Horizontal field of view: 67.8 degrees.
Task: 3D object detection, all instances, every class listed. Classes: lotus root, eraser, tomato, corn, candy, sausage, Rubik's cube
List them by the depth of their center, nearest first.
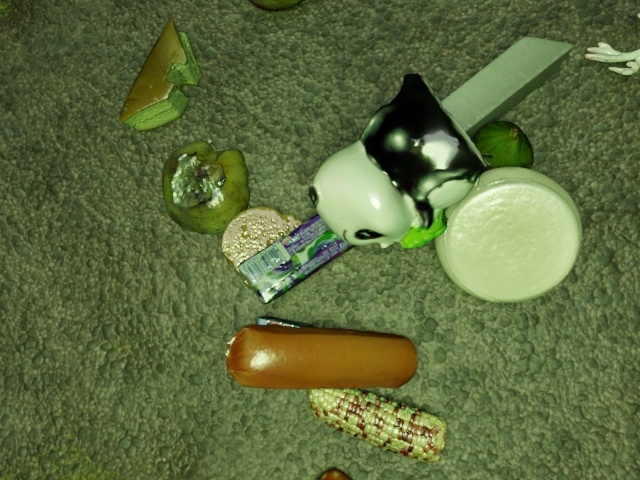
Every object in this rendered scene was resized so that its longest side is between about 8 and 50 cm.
[{"bbox_3d":[0.019,0.195,0.788,0.348,0.094,0.097,8,80,-25],"label":"sausage"},{"bbox_3d":[0.024,0.449,0.827,0.087,0.075,0.087,0,81,3],"label":"tomato"},{"bbox_3d":[0.092,0.312,0.834,0.253,0.086,0.086,16,84,10],"label":"corn"},{"bbox_3d":[-0.070,0.191,0.867,0.092,0.092,0.092,11,83,9],"label":"Rubik's cube"},{"bbox_3d":[0.000,0.000,0.875,0.312,0.061,0.088,-34,79,-11],"label":"candy"},{"bbox_3d":[0.287,-0.249,0.882,0.352,0.111,0.077,-38,77,0],"label":"eraser"},{"bbox_3d":[-0.237,-0.115,0.941,0.183,0.078,0.204,-15,79,3],"label":"lotus root"}]

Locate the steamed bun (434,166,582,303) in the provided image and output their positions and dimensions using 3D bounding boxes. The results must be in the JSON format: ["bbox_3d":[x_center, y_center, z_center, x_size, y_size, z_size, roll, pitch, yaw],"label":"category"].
[{"bbox_3d":[0.315,-0.013,0.821,0.231,0.145,0.232,4,106,14],"label":"steamed bun"}]

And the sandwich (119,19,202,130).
[{"bbox_3d":[-0.309,-0.325,0.974,0.088,0.090,0.245,20,82,13],"label":"sandwich"}]

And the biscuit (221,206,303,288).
[{"bbox_3d":[-0.100,0.013,0.919,0.170,0.050,0.170,1,82,-6],"label":"biscuit"}]

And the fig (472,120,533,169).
[{"bbox_3d":[0.316,-0.160,0.835,0.117,0.177,0.117,-1,88,22],"label":"fig"}]

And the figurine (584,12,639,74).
[{"bbox_3d":[0.664,-0.295,0.808,0.284,0.206,0.316,-10,76,-6],"label":"figurine"}]

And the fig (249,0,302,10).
[{"bbox_3d":[-0.039,-0.539,0.977,0.245,0.149,0.149,3,81,-12],"label":"fig"}]

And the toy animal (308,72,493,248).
[{"bbox_3d":[0.121,-0.093,0.747,0.267,0.212,0.212,-45,78,22],"label":"toy animal"}]
